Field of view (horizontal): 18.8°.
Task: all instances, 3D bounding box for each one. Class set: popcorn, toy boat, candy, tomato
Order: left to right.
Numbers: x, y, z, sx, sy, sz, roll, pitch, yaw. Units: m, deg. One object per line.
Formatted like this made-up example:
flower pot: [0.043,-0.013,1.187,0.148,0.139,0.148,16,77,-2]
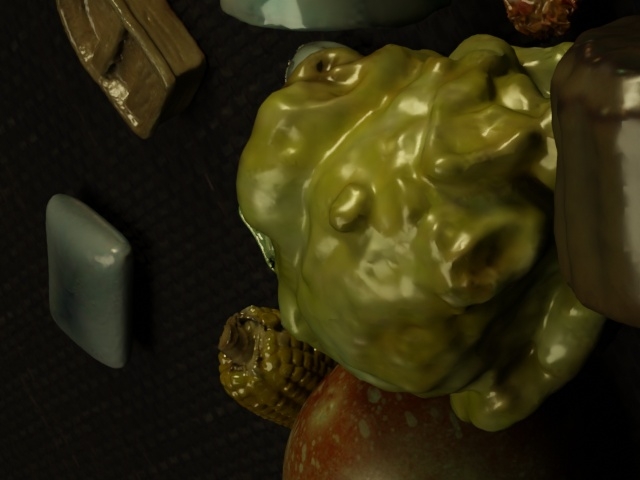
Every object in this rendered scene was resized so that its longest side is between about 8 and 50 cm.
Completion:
candy: [-0.256,0.045,2.161,0.138,0.071,0.174,37,138,35]
toy boat: [-0.191,-0.203,1.910,0.188,0.061,0.116,54,147,13]
tomato: [0.101,0.211,1.611,0.270,0.223,0.270,4,118,7]
popcorn: [0.109,-0.022,1.430,0.312,0.312,0.312,32,136,38]

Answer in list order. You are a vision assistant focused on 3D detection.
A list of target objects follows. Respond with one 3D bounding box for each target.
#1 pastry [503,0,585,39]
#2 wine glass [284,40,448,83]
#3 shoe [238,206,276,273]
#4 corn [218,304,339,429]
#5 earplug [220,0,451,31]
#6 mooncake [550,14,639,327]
pastry: [0.179,-0.226,1.398,0.087,0.063,0.169,38,135,19]
wine glass: [0.044,-0.129,1.634,0.155,0.072,0.072,12,122,48]
shoe: [0.005,-0.003,1.748,0.140,0.128,0.262,57,146,35]
corn: [0.003,0.134,1.747,0.261,0.097,0.097,31,168,-39]
earplug: [0.008,-0.337,1.470,0.185,0.185,0.324,22,121,45]
mooncake: [0.281,-0.056,1.176,0.290,0.290,0.161,14,116,49]
